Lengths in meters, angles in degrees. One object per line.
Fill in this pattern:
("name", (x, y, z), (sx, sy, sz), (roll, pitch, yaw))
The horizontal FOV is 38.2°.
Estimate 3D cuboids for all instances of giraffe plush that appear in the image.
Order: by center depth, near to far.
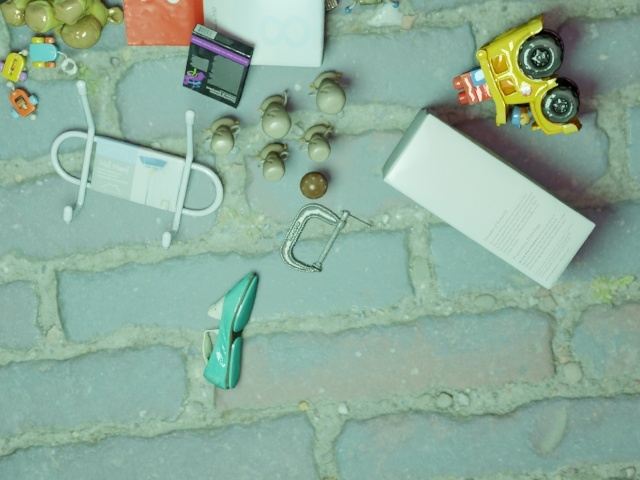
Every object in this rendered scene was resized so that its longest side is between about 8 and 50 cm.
("giraffe plush", (-0.459, -0.427, 1.701), (0.181, 0.170, 0.210), (14, 63, 20))

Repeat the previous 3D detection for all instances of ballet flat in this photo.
("ballet flat", (-0.191, 0.176, 1.854), (0.087, 0.083, 0.247), (14, 99, 14))

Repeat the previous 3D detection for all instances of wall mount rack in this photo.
("wall mount rack", (-0.354, -0.150, 1.750), (0.350, 0.130, 0.304), (15, 117, -1))

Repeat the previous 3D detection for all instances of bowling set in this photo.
("bowling set", (-0.062, -0.181, 1.770), (0.287, 0.154, 0.200), (-18, 118, 4))

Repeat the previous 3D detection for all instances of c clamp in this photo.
("c clamp", (0.000, 0.000, 1.842), (0.137, 0.022, 0.161), (33, 99, -4))

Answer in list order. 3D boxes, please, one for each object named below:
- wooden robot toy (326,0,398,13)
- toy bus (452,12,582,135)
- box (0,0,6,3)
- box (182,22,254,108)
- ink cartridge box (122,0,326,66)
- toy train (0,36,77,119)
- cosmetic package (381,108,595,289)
("wooden robot toy", (0.083, -0.468, 1.725), (0.173, 0.079, 0.076), (-6, 100, 3))
("toy bus", (0.365, -0.283, 1.726), (0.211, 0.149, 0.220), (-20, 102, 19))
("box", (-0.671, -0.509, 1.666), (0.293, 0.073, 0.296), (-26, 58, 7))
("box", (-0.194, -0.324, 1.733), (0.116, 0.162, 0.029), (23, 57, -2))
("ink cartridge box", (-0.181, -0.479, 1.677), (0.385, 0.091, 0.308), (2, 121, 1))
("toy train", (-0.550, -0.319, 1.794), (0.166, 0.046, 0.125), (-38, 98, 11))
("cosmetic package", (0.304, -0.085, 1.729), (0.365, 0.197, 0.155), (32, 101, -2))
